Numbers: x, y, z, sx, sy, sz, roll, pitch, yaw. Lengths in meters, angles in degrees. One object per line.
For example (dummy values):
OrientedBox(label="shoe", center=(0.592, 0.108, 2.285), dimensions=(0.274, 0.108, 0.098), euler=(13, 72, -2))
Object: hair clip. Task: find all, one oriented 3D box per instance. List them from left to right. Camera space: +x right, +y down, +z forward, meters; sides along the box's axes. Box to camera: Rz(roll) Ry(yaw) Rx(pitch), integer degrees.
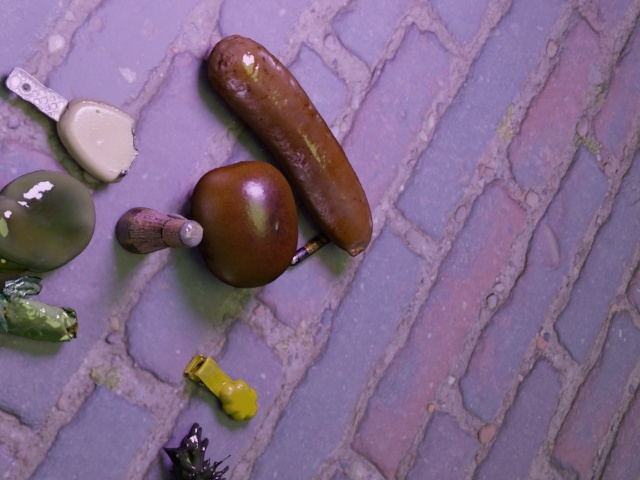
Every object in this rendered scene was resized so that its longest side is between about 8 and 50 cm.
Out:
OrientedBox(label="hair clip", center=(-0.174, 0.277, 2.036), dimensions=(0.072, 0.046, 0.173), euler=(-52, 122, -19))

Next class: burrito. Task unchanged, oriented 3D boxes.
OrientedBox(label="burrito", center=(-0.509, 0.098, 1.759), dimensions=(0.288, 0.054, 0.104), euler=(21, 102, -36))

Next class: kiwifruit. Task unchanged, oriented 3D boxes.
OrientedBox(label="kiwifruit", center=(-0.134, -0.026, 1.967), dimensions=(0.196, 0.196, 0.234), euler=(-15, 107, -36))

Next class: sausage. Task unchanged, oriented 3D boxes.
OrientedBox(label="sausage", center=(-0.038, -0.182, 2.067), dimensions=(0.501, 0.123, 0.136), euler=(54, 44, -25))
OrientedBox(label="sausage", center=(0.000, 0.000, 2.169), dimensions=(0.198, 0.025, 0.028), euler=(-34, 105, -32))

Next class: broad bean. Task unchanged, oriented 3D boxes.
OrientedBox(label="broad bean", center=(-0.463, -0.024, 1.777), dimensions=(0.228, 0.100, 0.169), euler=(-37, 119, -32))

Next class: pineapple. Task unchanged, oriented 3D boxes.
OrientedBox(label="pineapple", center=(-0.217, 0.499, 1.956), dimensions=(0.169, 0.169, 0.340), euler=(11, 77, -37))

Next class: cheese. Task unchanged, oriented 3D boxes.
OrientedBox(label="cheese", center=(-0.414, -0.206, 1.832), dimensions=(0.255, 0.050, 0.127), euler=(38, 70, -32))

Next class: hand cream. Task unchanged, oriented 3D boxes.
OrientedBox(label="hand cream", center=(-0.268, -0.015, 1.855), dimensions=(0.084, 0.203, 0.084), euler=(-1, 93, -35))
